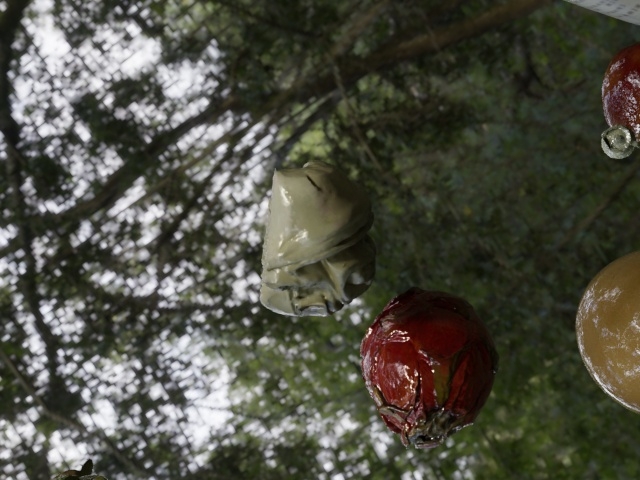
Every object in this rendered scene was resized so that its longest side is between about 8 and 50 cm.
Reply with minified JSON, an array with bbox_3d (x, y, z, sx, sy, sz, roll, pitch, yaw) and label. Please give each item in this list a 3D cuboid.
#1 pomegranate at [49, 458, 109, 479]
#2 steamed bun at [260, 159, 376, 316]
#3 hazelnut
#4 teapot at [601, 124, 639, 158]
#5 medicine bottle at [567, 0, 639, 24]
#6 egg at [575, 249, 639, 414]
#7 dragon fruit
[{"bbox_3d":[-0.430,0.512,1.802,0.260,0.260,0.341,49,-166,-24],"label":"pomegranate"},{"bbox_3d":[0.000,0.000,1.839,0.320,0.206,0.275,104,172,-80],"label":"steamed bun"},{"bbox_3d":[0.606,-0.261,1.902,0.208,0.208,0.208,49,-161,-24],"label":"hazelnut"},{"bbox_3d":[0.493,-0.164,1.713,0.067,0.057,0.083,15,-174,20],"label":"teapot"},{"bbox_3d":[0.420,-0.503,1.716,0.371,0.211,0.211,13,-145,-18],"label":"medicine bottle"},{"bbox_3d":[0.605,0.161,1.823,0.301,0.301,0.374,56,180,-5],"label":"egg"},{"bbox_3d":[0.213,0.243,2.078,0.277,0.277,0.342,42,-163,-39],"label":"dragon fruit"}]
